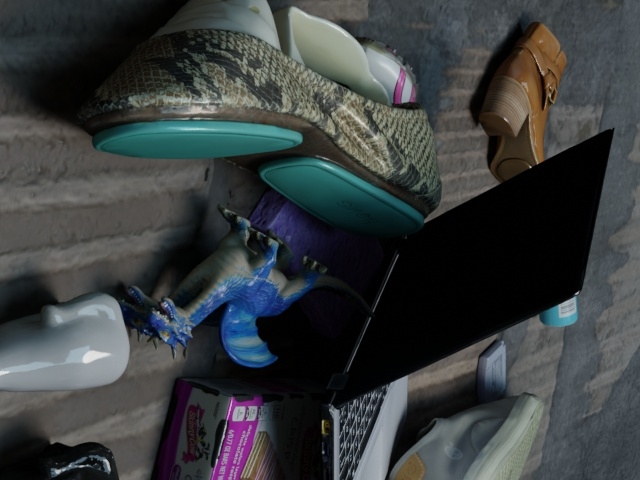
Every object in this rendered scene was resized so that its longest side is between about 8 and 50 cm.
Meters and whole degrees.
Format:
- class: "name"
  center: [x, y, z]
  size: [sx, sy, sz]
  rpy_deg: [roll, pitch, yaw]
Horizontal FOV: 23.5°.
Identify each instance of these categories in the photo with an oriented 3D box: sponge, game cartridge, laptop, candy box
- class: "sponge"
  center: [0.000, 0.000, 1.585]
  size: [0.117, 0.031, 0.210]
  rpy_deg: [-59, 146, -23]
- class: "game cartridge"
  center: [0.226, 0.178, 2.037]
  size: [0.056, 0.017, 0.083]
  rpy_deg: [-40, 136, -47]
- class: "laptop"
  center: [0.155, 0.130, 1.583]
  size: [0.382, 0.236, 0.407]
  rpy_deg: [-60, 153, -60]
- class: "candy box"
  center: [-0.067, 0.221, 1.546]
  size: [0.233, 0.071, 0.159]
  rpy_deg: [7, 98, -59]

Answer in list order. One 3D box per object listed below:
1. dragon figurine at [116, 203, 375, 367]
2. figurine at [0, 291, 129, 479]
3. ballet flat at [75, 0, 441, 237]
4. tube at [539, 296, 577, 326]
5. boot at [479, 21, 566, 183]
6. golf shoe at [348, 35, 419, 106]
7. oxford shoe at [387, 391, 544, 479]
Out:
- class: "dragon figurine"
  center: [-0.071, 0.061, 1.435]
  size: [0.144, 0.085, 0.289]
  rpy_deg: [-58, 146, 4]
- class: "figurine"
  center: [-0.255, 0.154, 1.215]
  size: [0.209, 0.092, 0.214]
  rpy_deg: [-15, 116, -50]
- class: "ballet flat"
  center: [-0.043, -0.126, 1.359]
  size: [0.483, 0.164, 0.182]
  rpy_deg: [16, 70, -56]
- class: "tube"
  center: [0.318, 0.014, 2.077]
  size: [0.080, 0.052, 0.207]
  rpy_deg: [-37, 128, -51]
- class: "boot"
  center: [0.262, -0.156, 1.886]
  size: [0.152, 0.073, 0.197]
  rpy_deg: [-62, 150, -25]
- class: "golf shoe"
  center: [0.061, -0.128, 1.585]
  size: [0.086, 0.067, 0.186]
  rpy_deg: [-55, 144, -25]
- class: "oxford shoe"
  center: [0.186, 0.269, 1.921]
  size: [0.449, 0.130, 0.169]
  rpy_deg: [-16, 122, -71]
